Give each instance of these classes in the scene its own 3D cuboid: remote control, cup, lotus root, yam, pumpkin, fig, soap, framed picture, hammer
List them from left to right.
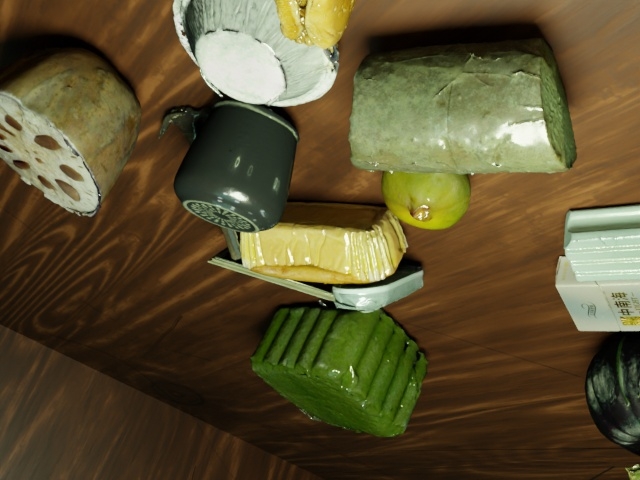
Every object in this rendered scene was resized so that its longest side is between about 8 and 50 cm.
[{"bbox_3d":[-0.400,-0.187,1.071,0.272,0.192,0.272,23,155,11],"label":"lotus root"},{"bbox_3d":[-0.187,-0.091,1.167,0.125,0.027,0.297,2,126,32],"label":"hammer"},{"bbox_3d":[-0.118,-0.105,1.051,0.169,0.177,0.223,12,166,14],"label":"cup"},{"bbox_3d":[-0.075,0.052,1.320,0.252,0.014,0.197,17,-168,4],"label":"framed picture"},{"bbox_3d":[0.107,0.081,1.207,0.104,0.052,0.247,-1,-173,31],"label":"remote control"},{"bbox_3d":[0.155,-0.079,1.001,0.136,0.121,0.153,18,175,11],"label":"fig"},{"bbox_3d":[0.166,-0.159,0.821,0.268,0.161,0.161,3,146,27],"label":"yam"},{"bbox_3d":[0.471,0.004,1.001,0.198,0.067,0.119,-5,141,34],"label":"soap"},{"bbox_3d":[0.622,0.305,1.200,0.295,0.296,0.296,14,149,9],"label":"pumpkin"}]

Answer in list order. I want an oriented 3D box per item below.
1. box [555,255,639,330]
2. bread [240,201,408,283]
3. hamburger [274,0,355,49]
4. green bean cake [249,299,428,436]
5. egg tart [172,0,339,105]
[{"bbox_3d":[0.524,0.084,1.100,0.242,0.067,0.155,-6,140,36],"label":"box"},{"bbox_3d":[0.000,0.000,1.184,0.288,0.152,0.119,4,118,24],"label":"bread"},{"bbox_3d":[0.001,-0.288,0.726,0.083,0.138,0.147,12,158,7],"label":"hamburger"},{"bbox_3d":[0.042,0.283,1.570,0.319,0.218,0.335,-3,137,46],"label":"green bean cake"},{"bbox_3d":[-0.090,-0.251,0.883,0.234,0.094,0.234,17,151,10],"label":"egg tart"}]
